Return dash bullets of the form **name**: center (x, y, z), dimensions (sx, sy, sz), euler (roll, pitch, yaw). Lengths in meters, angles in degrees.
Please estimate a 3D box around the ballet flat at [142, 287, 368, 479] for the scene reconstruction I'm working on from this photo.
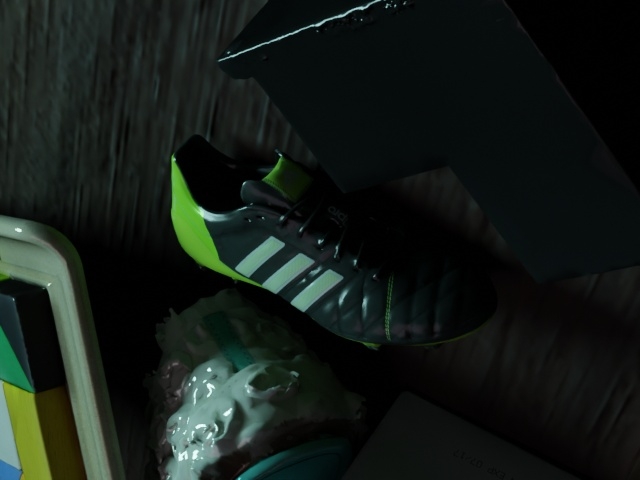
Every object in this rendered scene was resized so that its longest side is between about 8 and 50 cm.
- **ballet flat**: center (-0.052, 0.174, 1.092), dimensions (0.147, 0.147, 0.409), euler (28, 140, 14)

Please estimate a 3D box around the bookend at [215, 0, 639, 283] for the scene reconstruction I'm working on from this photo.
- **bookend**: center (0.068, -0.051, 0.755), dimensions (0.156, 0.072, 0.157), euler (-15, 120, 49)

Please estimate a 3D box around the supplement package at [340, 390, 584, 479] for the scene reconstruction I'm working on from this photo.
- **supplement package**: center (0.061, 0.224, 1.014), dimensions (0.139, 0.134, 0.244), euler (26, 143, 17)

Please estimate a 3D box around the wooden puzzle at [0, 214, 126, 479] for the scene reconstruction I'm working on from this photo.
- **wooden puzzle**: center (-0.162, 0.096, 1.029), dimensions (0.221, 0.044, 0.239), euler (9, 117, 61)

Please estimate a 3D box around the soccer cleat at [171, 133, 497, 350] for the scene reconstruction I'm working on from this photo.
- **soccer cleat**: center (0.000, 0.000, 0.885), dimensions (0.179, 0.060, 0.072), euler (19, 139, 29)
